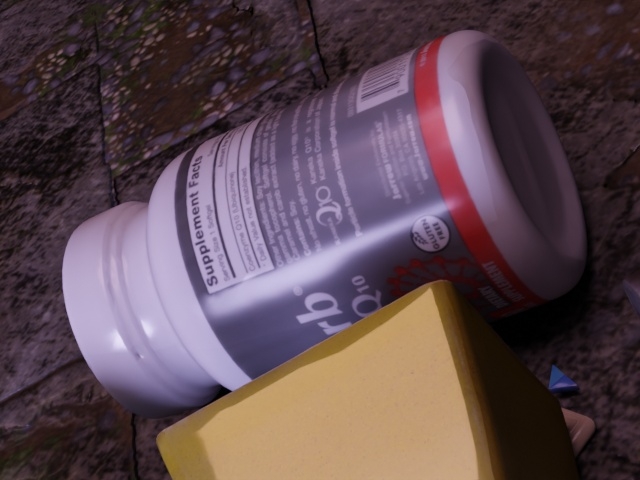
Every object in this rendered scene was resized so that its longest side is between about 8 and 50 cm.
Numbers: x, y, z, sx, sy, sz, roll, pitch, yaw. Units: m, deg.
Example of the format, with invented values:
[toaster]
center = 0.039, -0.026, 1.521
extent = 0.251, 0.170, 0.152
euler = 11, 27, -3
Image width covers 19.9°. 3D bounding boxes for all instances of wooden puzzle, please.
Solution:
[wooden puzzle]
center = 0.146, 0.143, 1.262
extent = 0.116, 0.014, 0.078
euler = -46, 39, -12

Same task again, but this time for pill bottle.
[pill bottle]
center = 0.000, 0.000, 1.388
extent = 0.363, 0.210, 0.210
euler = -22, 37, 23

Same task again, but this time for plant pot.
[plant pot]
center = 0.056, 0.187, 1.131
extent = 0.212, 0.212, 0.187
euler = -30, 53, 12

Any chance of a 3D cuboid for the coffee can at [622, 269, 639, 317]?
[coffee can]
center = 0.344, 0.027, 1.047
extent = 0.275, 0.201, 0.201
euler = -35, 34, 3
